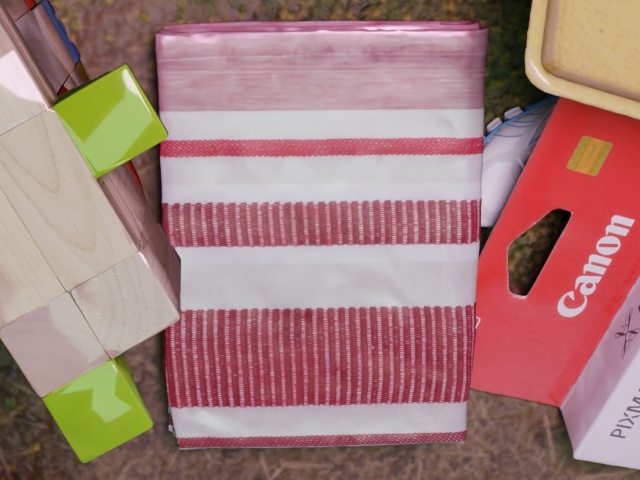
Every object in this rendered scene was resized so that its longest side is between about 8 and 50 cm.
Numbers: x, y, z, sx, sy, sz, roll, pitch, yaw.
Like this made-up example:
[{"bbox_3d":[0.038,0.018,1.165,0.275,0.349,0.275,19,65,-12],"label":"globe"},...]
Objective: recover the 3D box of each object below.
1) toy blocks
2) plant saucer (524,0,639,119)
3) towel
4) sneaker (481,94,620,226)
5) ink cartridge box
[{"bbox_3d":[-0.202,-0.080,0.961,0.191,0.261,0.381,-29,104,2],"label":"toy blocks"},{"bbox_3d":[0.290,-0.202,1.042,0.333,0.081,0.332,15,72,-16],"label":"plant saucer"},{"bbox_3d":[0.000,0.000,1.119,0.237,0.037,0.329,0,109,-3],"label":"towel"},{"bbox_3d":[0.184,-0.075,1.122,0.191,0.083,0.071,-41,113,5],"label":"sneaker"},{"bbox_3d":[0.249,0.044,1.134,0.261,0.066,0.296,12,126,-15],"label":"ink cartridge box"}]
